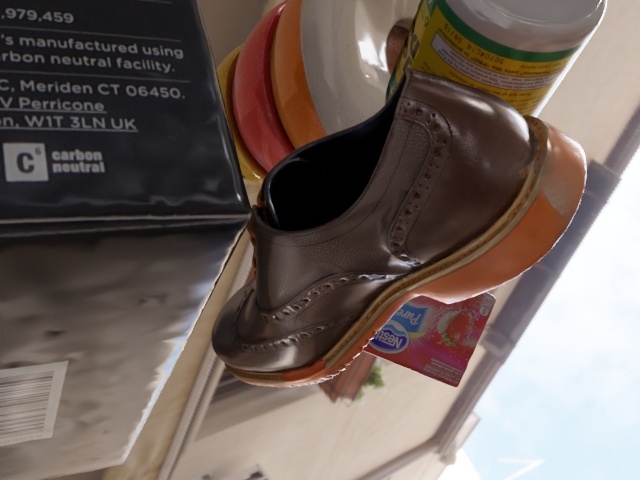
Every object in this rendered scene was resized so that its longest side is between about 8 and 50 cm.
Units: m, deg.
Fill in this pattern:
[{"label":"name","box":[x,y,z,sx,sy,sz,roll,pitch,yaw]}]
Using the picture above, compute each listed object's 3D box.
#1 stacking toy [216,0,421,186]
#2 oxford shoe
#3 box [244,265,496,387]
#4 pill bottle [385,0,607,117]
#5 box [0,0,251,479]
[{"label":"stacking toy","box":[-0.032,-0.175,1.071,0.480,0.350,0.350,-11,-90,44]},{"label":"oxford shoe","box":[0.000,0.000,0.550,0.364,0.133,0.130,-38,-149,45]},{"label":"box","box":[0.057,0.064,0.917,0.128,0.257,0.122,19,-96,60]},{"label":"pill bottle","box":[0.116,-0.126,0.601,0.117,0.117,0.208,56,-25,19]},{"label":"box","box":[-0.292,-0.090,0.613,0.480,0.297,0.471,125,-46,-54]}]
